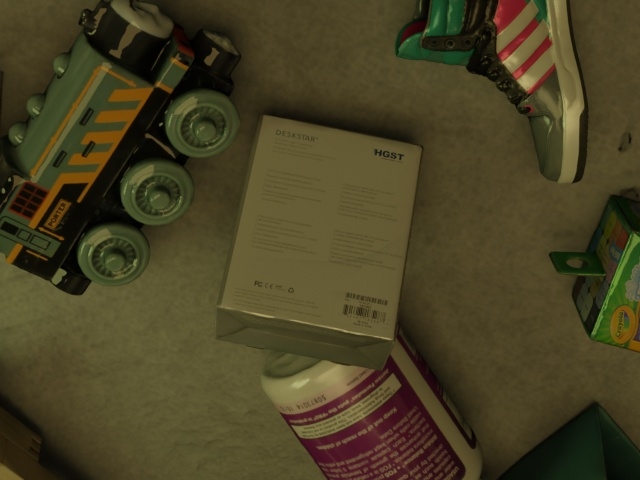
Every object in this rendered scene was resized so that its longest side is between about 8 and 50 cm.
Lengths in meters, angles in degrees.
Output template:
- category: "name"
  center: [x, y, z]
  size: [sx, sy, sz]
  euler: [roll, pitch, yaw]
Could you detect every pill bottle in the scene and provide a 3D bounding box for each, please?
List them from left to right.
- category: "pill bottle"
  center: [0.077, 0.224, 1.426]
  size: [0.169, 0.169, 0.301]
  euler: [-31, 105, 13]

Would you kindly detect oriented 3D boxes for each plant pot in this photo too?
- category: "plant pot"
  center: [0.279, 0.345, 1.472]
  size: [0.234, 0.165, 0.165]
  euler: [-36, 105, 22]

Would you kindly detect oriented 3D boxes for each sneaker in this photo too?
- category: "sneaker"
  center: [0.168, -0.188, 1.293]
  size: [0.178, 0.124, 0.295]
  euler: [-11, 101, 1]

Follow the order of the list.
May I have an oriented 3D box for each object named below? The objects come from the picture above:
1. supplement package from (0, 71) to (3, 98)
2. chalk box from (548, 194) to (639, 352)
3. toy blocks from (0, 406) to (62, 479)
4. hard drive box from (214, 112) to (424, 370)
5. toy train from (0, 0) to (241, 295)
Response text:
- category: "supplement package"
  center: [-0.408, -0.116, 1.317]
  size: [0.105, 0.179, 0.105]
  euler: [9, 110, -1]
- category: "chalk box"
  center: [0.356, 0.040, 1.367]
  size: [0.213, 0.132, 0.132]
  euler: [16, 110, -5]
- category: "toy blocks"
  center: [-0.444, 0.339, 1.504]
  size: [0.381, 0.190, 0.261]
  euler: [-39, 115, 14]
- category: "hard drive box"
  center: [0.000, 0.000, 1.316]
  size: [0.181, 0.232, 0.089]
  euler: [12, 153, -1]
- category: "toy train"
  center: [-0.225, -0.095, 1.318]
  size: [0.190, 0.142, 0.334]
  euler: [27, 110, -28]
